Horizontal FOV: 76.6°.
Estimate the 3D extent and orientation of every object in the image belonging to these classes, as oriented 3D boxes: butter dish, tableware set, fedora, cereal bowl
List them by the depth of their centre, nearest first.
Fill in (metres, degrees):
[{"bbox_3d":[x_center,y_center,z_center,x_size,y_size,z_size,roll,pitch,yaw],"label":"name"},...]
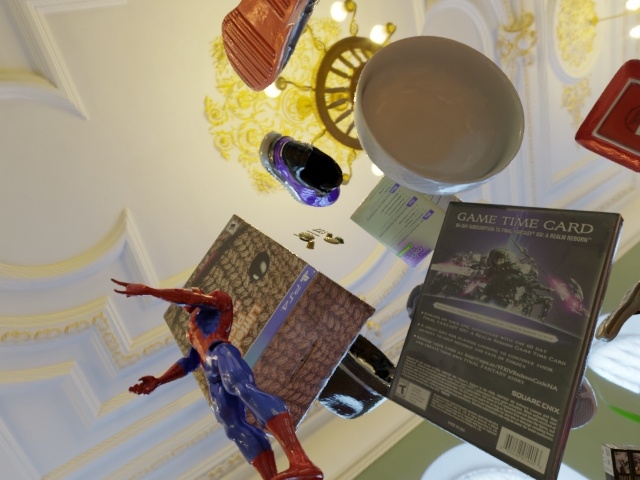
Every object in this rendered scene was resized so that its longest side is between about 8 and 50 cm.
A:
[{"bbox_3d":[0.580,-0.213,0.718,0.118,0.160,0.160,-10,-48,-41],"label":"butter dish"},{"bbox_3d":[0.227,-0.240,0.839,0.338,0.141,0.339,2,-107,-6],"label":"cereal bowl"},{"bbox_3d":[0.069,0.329,0.984,0.334,0.334,0.152,37,-86,-33],"label":"fedora"},{"bbox_3d":[0.000,0.000,1.132,0.154,0.104,0.024,-14,-56,-59],"label":"tableware set"}]

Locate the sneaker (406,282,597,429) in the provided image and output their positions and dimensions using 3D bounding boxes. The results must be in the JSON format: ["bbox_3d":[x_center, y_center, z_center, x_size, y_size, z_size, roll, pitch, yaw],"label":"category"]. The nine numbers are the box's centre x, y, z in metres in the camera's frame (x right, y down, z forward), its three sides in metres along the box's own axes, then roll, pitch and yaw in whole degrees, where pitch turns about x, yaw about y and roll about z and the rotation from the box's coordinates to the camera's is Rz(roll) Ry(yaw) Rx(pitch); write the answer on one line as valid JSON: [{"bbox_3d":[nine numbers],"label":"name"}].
[{"bbox_3d":[0.269,0.145,0.601,0.115,0.281,0.105,-6,-53,-46],"label":"sneaker"}]

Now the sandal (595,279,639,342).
[{"bbox_3d":[0.504,0.098,0.632,0.180,0.049,0.072,-47,-28,-6],"label":"sandal"}]

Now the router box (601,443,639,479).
[{"bbox_3d":[0.750,0.580,0.947,0.133,0.046,0.179,-1,-103,10],"label":"router box"}]

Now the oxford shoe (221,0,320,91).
[{"bbox_3d":[-0.064,-0.366,0.666,0.133,0.363,0.130,-46,-78,-22],"label":"oxford shoe"}]

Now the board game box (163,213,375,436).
[{"bbox_3d":[-0.100,0.121,0.663,0.141,0.291,0.232,37,-95,-39],"label":"board game box"}]

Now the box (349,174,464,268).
[{"bbox_3d":[0.248,-0.080,1.154,0.243,0.213,0.117,39,-136,2],"label":"box"}]

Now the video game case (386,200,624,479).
[{"bbox_3d":[0.199,0.090,0.468,0.026,0.196,0.274,27,-100,-41],"label":"video game case"}]

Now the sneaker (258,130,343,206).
[{"bbox_3d":[-0.004,-0.136,0.915,0.293,0.146,0.102,29,-99,-58],"label":"sneaker"}]

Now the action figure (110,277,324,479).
[{"bbox_3d":[-0.122,0.125,0.376,0.139,0.280,0.092,8,-67,-33],"label":"action figure"}]
